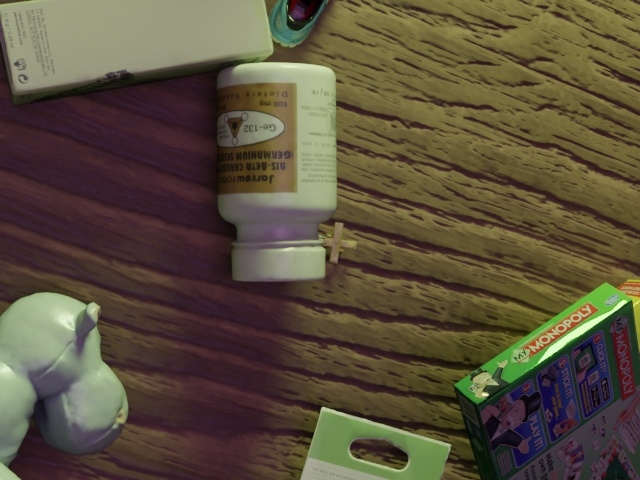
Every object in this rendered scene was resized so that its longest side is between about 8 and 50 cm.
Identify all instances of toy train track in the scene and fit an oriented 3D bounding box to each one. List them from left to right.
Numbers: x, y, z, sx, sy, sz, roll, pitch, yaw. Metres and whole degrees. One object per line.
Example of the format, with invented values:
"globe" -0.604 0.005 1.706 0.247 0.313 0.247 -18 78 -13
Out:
"toy train track" 0.000 0.000 1.293 0.083 0.014 0.048 8 95 -10

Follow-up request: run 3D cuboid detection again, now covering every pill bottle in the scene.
"pill bottle" -0.047 -0.071 1.218 0.131 0.131 0.229 -1 91 -16

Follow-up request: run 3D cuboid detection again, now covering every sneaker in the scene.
"sneaker" -0.001 -0.293 1.259 0.063 0.073 0.162 26 84 -14

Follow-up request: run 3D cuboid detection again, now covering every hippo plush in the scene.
"hippo plush" -0.334 0.158 1.133 0.236 0.234 0.294 -38 106 -38

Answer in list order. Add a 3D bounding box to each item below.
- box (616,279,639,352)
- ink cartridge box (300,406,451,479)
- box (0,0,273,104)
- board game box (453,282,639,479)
"box" 0.319 0.134 1.345 0.232 0.087 0.058 -34 99 -12
"ink cartridge box" 0.036 0.323 1.283 0.171 0.056 0.235 18 82 -15
"box" -0.198 -0.215 1.187 0.275 0.113 0.094 -11 94 -14
"board game box" 0.277 0.225 1.272 0.213 0.046 0.317 -32 128 -16
